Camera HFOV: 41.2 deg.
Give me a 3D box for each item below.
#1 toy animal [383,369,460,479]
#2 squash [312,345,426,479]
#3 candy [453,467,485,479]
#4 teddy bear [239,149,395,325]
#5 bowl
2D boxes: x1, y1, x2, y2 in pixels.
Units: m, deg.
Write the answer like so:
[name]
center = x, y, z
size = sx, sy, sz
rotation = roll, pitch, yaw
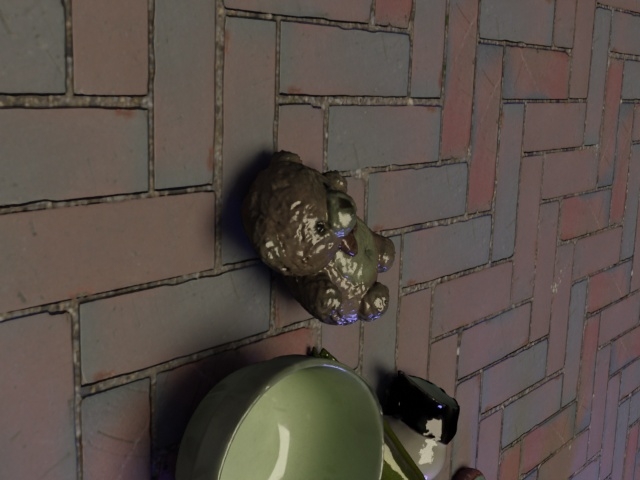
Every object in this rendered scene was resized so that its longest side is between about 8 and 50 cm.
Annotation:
[toy animal]
center = 0.154, 0.325, 1.466
size = 0.166, 0.138, 0.179
rotation = 24, 87, -31
[squash]
center = 0.070, 0.309, 1.331
size = 0.094, 0.094, 0.341
rotation = -45, 109, -37
[candy]
center = 0.304, 0.522, 1.763
size = 0.103, 0.043, 0.103
rotation = -14, 109, -47
[teddy bear]
center = 0.000, 0.001, 1.174
size = 0.267, 0.151, 0.236
rotation = 60, 29, -43
[bowl]
center = -0.069, 0.296, 1.127
size = 0.307, 0.163, 0.308
rotation = -7, 99, -47
